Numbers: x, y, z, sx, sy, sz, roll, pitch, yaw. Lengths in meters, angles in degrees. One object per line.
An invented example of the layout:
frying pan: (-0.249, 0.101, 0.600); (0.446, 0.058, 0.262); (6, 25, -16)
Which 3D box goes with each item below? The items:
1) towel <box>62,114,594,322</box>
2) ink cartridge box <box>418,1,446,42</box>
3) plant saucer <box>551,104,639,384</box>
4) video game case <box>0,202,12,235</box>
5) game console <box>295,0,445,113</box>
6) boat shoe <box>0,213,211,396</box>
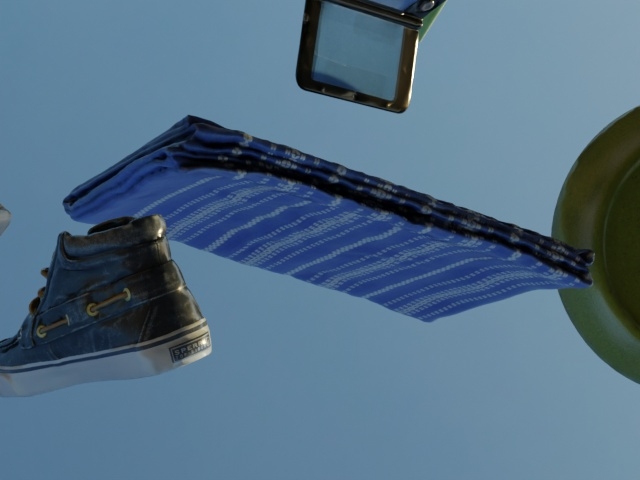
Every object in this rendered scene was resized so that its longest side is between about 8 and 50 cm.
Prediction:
towel: (0.000, 0.000, 1.249); (0.336, 0.243, 0.040); (18, -108, -24)
ink cartridge box: (-0.022, -0.339, 1.429); (0.353, 0.207, 0.119); (24, -154, -18)
plant saucer: (0.300, 0.003, 1.322); (0.241, 0.241, 0.037); (11, 179, -3)
video game case: (-0.246, -0.018, 0.459); (0.274, 0.196, 0.026); (40, -172, 5)
game console: (0.049, -0.154, 1.207); (0.122, 0.107, 0.071); (9, -124, -47)
boat shoe: (-0.132, 0.035, 0.941); (0.065, 0.183, 0.083); (-20, -85, -44)
